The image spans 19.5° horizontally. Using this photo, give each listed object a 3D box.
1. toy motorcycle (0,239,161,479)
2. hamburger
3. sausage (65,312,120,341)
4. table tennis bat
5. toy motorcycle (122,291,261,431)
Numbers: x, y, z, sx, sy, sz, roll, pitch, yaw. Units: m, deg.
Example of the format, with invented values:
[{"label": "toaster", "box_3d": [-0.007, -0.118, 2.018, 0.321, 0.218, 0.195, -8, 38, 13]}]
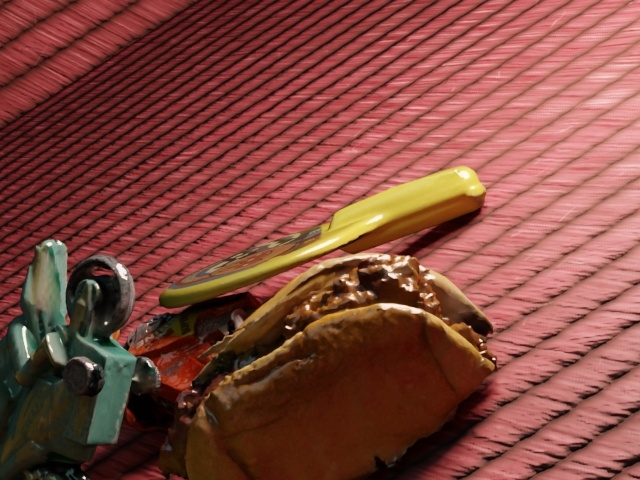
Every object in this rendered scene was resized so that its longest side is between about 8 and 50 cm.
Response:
[{"label": "toy motorcycle", "box_3d": [-0.271, 0.150, 1.887, 0.198, 0.109, 0.297, 17, 94, 34]}, {"label": "hamburger", "box_3d": [0.012, 0.121, 1.668, 0.282, 0.245, 0.155, 10, 13, -10]}, {"label": "sausage", "box_3d": [-0.284, 0.159, 2.130, 0.071, 0.071, 0.234, -27, 22, 18]}, {"label": "table tennis bat", "box_3d": [0.000, 0.000, 1.980, 0.368, 0.054, 0.224, -20, 5, 1]}, {"label": "toy motorcycle", "box_3d": [-0.122, 0.127, 1.940, 0.298, 0.089, 0.171, -10, 33, 45]}]
